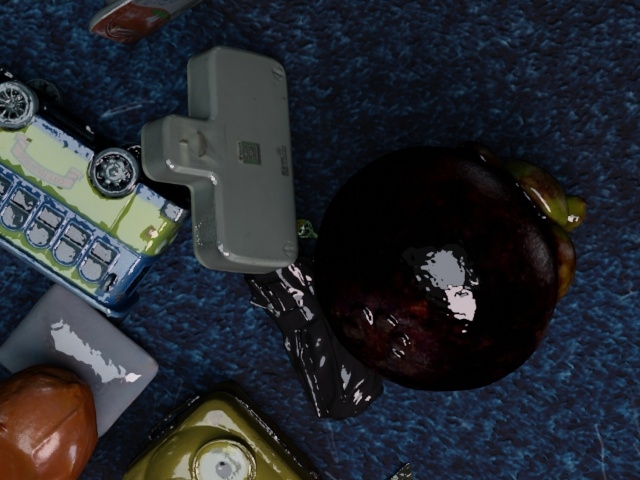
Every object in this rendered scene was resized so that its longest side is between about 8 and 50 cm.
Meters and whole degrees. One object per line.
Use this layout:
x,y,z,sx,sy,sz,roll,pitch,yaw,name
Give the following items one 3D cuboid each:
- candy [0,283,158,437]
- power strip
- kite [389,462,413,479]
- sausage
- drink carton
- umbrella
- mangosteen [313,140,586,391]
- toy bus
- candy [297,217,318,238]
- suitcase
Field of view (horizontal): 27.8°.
-0.309,0.154,1.638,0.174,0.071,0.138,41,103,-3,candy
-0.118,-0.098,1.507,0.059,0.194,0.264,-15,73,46,power strip
0.101,0.402,1.681,0.189,0.009,0.232,-4,99,3,kite
-0.371,0.262,1.591,0.153,0.141,0.268,38,126,-2,sausage
-0.212,-0.358,1.514,0.191,0.185,0.189,-30,84,9,drink carton
-0.039,0.069,1.603,0.118,0.118,0.340,-35,86,8,umbrella
0.138,0.014,1.494,0.297,0.297,0.313,17,67,1,mangosteen
-0.318,-0.065,1.566,0.312,0.152,0.190,33,97,-2,toy bus
0.000,0.000,1.623,0.083,0.023,0.025,34,91,-12,candy
-0.119,0.311,1.613,0.194,0.143,0.235,-43,93,9,suitcase
